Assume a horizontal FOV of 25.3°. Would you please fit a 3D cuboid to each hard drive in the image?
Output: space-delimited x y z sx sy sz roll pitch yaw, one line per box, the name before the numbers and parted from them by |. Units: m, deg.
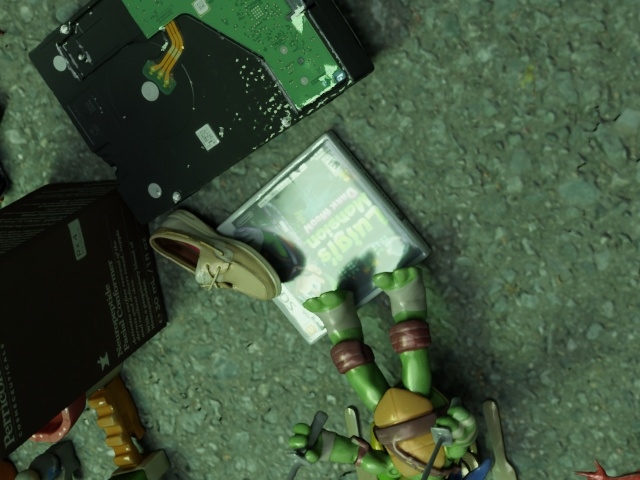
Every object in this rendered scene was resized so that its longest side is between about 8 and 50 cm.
hard drive | -0.134 -0.192 1.524 0.339 0.064 0.237 -32 94 36

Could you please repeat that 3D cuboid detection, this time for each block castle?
block castle | -0.328 0.374 1.746 0.303 0.213 0.453 -17 102 27

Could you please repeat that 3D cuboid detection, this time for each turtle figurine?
turtle figurine | 0.058 0.172 1.473 0.198 0.275 0.266 -33 69 58

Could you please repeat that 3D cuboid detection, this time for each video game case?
video game case | 0.000 0.000 1.580 0.190 0.022 0.173 -39 91 29

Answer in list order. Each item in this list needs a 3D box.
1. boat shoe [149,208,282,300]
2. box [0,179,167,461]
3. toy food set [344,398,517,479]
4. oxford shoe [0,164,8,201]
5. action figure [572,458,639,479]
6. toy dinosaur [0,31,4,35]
boat shoe | -0.120 0.027 1.598 0.170 0.059 0.063 29 140 27
box | -0.318 0.073 1.533 0.143 0.381 0.191 -2 108 23
toy food set | 0.117 0.242 1.610 0.192 0.038 0.132 -8 106 25
oxford shoe | -0.431 -0.039 1.706 0.098 0.097 0.271 11 113 12
action figure | 0.345 0.302 1.506 0.139 0.091 0.280 -3 108 14
toy dinosaur | -0.407 -0.284 1.648 0.090 0.047 0.082 5 105 -14
